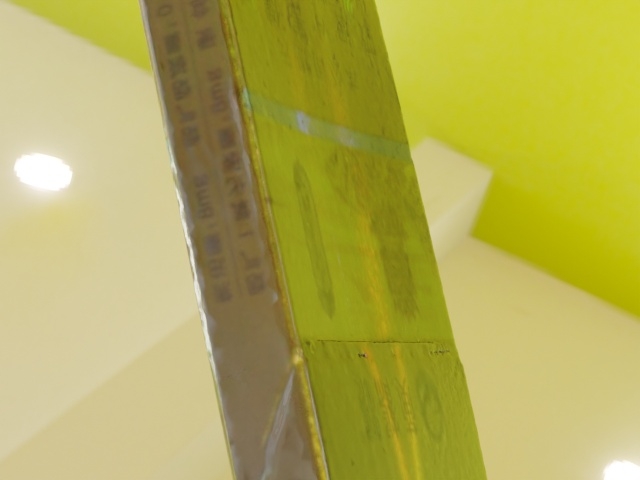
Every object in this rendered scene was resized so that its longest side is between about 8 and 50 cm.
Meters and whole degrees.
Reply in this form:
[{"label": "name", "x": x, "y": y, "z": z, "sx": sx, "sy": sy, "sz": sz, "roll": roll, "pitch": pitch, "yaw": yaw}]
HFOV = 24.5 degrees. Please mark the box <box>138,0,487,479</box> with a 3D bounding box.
[{"label": "box", "x": 0.000, "y": 0.000, "z": 0.433, "sx": 0.121, "sy": 0.030, "sz": 0.193, "roll": 9, "pitch": -114, "yaw": -65}]
